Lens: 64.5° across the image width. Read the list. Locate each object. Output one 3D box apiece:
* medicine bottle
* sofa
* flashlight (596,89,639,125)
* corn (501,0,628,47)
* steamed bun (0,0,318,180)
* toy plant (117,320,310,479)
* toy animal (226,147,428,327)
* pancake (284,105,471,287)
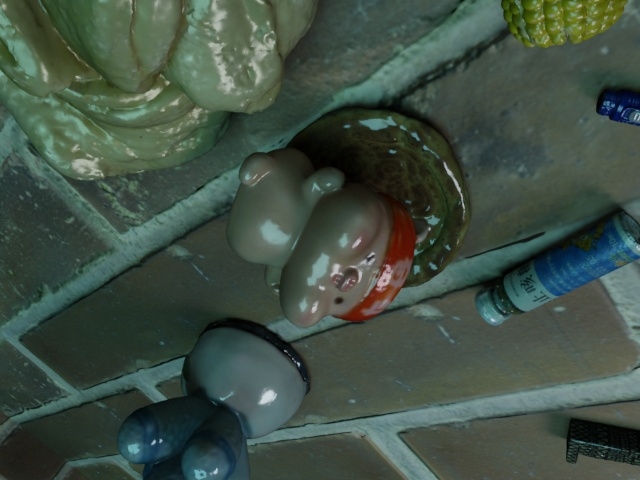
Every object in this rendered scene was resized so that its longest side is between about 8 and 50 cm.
[{"bbox_3d":[0.260,0.037,0.563,0.051,0.051,0.191,39,132,-9],"label":"medicine bottle"},{"bbox_3d":[0.411,0.293,0.711,0.117,0.039,0.060,4,129,23],"label":"sofa"},{"bbox_3d":[0.303,-0.105,0.435,0.121,0.035,0.057,17,133,12],"label":"flashlight"},{"bbox_3d":[0.163,-0.257,0.337,0.093,0.093,0.244,0,127,25],"label":"corn"},{"bbox_3d":[-0.181,-0.220,0.446,0.372,0.230,0.325,-26,116,36],"label":"steamed bun"},{"bbox_3d":[-0.182,0.319,0.816,0.247,0.332,0.247,15,132,17],"label":"toy plant"},{"bbox_3d":[0.000,0.000,0.542,0.197,0.171,0.171,30,134,8],"label":"toy animal"},{"bbox_3d":[0.055,-0.042,0.608,0.250,0.031,0.250,14,132,16],"label":"pancake"}]
